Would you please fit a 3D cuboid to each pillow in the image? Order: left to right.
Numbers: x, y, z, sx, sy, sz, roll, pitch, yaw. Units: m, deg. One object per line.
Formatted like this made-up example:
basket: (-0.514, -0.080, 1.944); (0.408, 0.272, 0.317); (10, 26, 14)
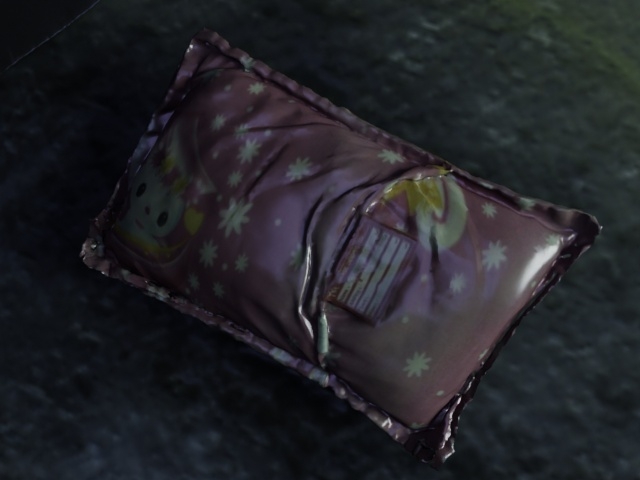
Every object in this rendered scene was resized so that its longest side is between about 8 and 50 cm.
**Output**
pillow: (0.000, 0.000, 0.366); (0.185, 0.043, 0.118); (31, 97, 17)

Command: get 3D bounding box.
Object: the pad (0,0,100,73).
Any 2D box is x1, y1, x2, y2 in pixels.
pad: (-0.144, -0.145, 0.432); (0.157, 0.003, 0.112); (-33, 79, 7)
